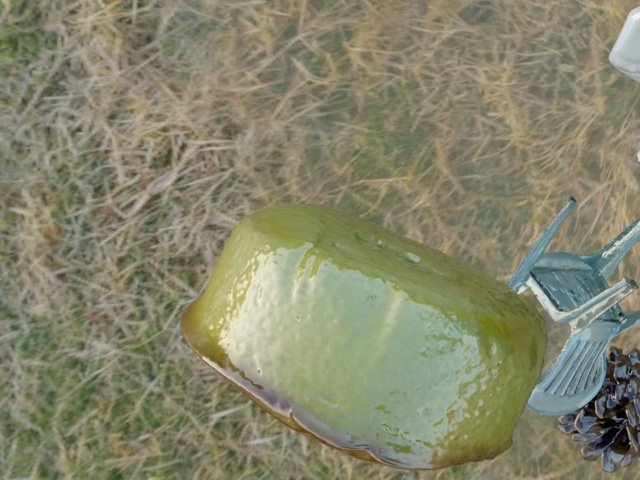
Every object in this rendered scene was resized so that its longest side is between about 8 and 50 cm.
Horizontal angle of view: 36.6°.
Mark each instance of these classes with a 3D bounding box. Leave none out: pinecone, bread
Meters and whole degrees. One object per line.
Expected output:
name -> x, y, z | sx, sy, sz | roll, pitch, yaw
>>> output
pinecone -> 0.501, 0.288, 1.620 | 0.201, 0.229, 0.202 | 3, 124, 30
bread -> 0.034, 0.070, 0.727 | 0.270, 0.270, 0.148 | 25, 99, 13

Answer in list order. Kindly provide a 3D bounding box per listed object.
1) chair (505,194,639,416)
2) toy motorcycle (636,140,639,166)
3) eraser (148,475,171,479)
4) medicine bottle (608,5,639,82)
chair -> 0.374, 0.098, 1.370 | 0.274, 0.203, 0.190 | -57, 42, 42
toy motorcycle -> 0.316, -0.010, 0.695 | 0.171, 0.110, 0.260 | 32, 67, -26
eraser -> -0.081, 0.320, 0.942 | 0.226, 0.158, 0.069 | 16, 72, 55
medicine bottle -> 0.594, -0.230, 1.412 | 0.324, 0.179, 0.124 | 24, 92, -24
